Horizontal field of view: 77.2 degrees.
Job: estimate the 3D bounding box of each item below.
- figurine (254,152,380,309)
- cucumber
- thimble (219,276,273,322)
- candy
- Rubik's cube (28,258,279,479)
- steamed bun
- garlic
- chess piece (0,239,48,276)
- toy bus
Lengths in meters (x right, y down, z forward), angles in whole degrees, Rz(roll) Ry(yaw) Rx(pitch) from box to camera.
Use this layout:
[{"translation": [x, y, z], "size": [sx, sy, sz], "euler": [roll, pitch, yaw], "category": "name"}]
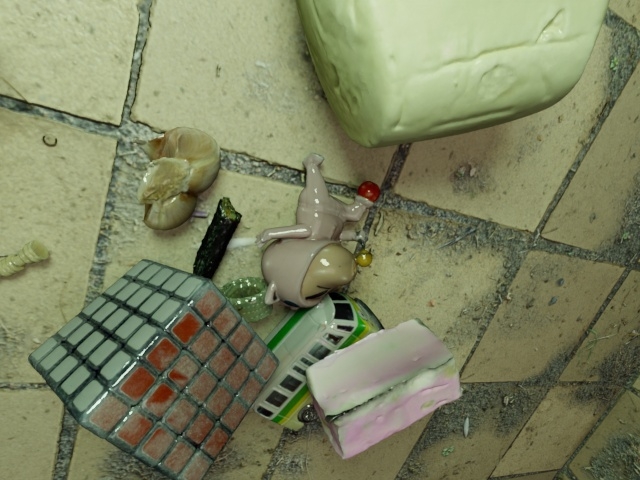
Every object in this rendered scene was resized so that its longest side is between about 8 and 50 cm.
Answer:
[{"translation": [0.000, 0.000, 0.737], "size": [0.176, 0.186, 0.287], "euler": [27, 86, -59], "category": "figurine"}, {"translation": [-0.193, 0.008, 0.729], "size": [0.053, 0.053, 0.181], "euler": [18, 110, -29], "category": "cucumber"}, {"translation": [-0.149, 0.117, 0.780], "size": [0.110, 0.084, 0.062], "euler": [-12, 119, -13], "category": "thimble"}, {"translation": [0.114, 0.264, 0.753], "size": [0.265, 0.155, 0.115], "euler": [-24, 115, -12], "category": "candy"}, {"translation": [-0.256, 0.198, 0.645], "size": [0.238, 0.237, 0.237], "euler": [-51, 132, -32], "category": "Rubik's cube"}, {"translation": [0.136, -0.373, 0.531], "size": [0.372, 0.290, 0.455], "euler": [-14, 118, -10], "category": "steamed bun"}, {"translation": [-0.234, -0.096, 0.637], "size": [0.124, 0.099, 0.174], "euler": [12, 116, -48], "category": "garlic"}, {"translation": [-0.482, 0.037, 0.631], "size": [0.092, 0.035, 0.035], "euler": [-30, 123, -2], "category": "chess piece"}, {"translation": [-0.027, 0.242, 0.862], "size": [0.179, 0.143, 0.305], "euler": [37, 98, -32], "category": "toy bus"}]
